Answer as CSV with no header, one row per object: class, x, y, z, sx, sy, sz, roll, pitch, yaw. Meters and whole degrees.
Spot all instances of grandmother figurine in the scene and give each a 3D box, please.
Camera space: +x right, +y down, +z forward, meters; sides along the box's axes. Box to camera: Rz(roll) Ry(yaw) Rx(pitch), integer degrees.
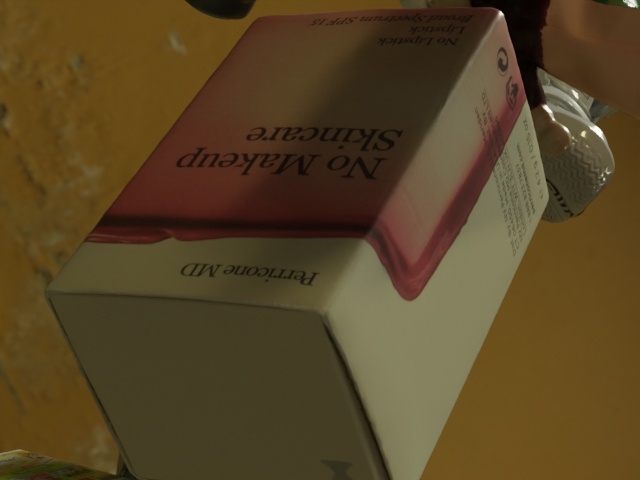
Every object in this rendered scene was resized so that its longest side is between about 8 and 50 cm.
grandmother figurine,0.191,-0.167,1.184,0.342,0.104,0.208,29,-65,35

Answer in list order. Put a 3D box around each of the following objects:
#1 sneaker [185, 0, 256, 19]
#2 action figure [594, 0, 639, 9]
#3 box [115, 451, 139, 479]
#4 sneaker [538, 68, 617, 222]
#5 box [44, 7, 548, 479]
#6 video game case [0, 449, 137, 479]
sneaker,-0.084,-0.384,1.513,0.139,0.125,0.341,-39,-127,41
action figure,0.120,-0.140,0.597,0.137,0.063,0.232,54,30,-1
box,-0.081,0.175,1.463,0.108,0.207,0.153,118,-20,-45
sneaker,0.240,-0.136,1.566,0.137,0.210,0.366,47,-10,-11
box,0.000,0.000,0.742,0.148,0.232,0.127,2,-50,28
video game case,-0.246,0.226,1.303,0.227,0.206,0.026,-2,101,-64
